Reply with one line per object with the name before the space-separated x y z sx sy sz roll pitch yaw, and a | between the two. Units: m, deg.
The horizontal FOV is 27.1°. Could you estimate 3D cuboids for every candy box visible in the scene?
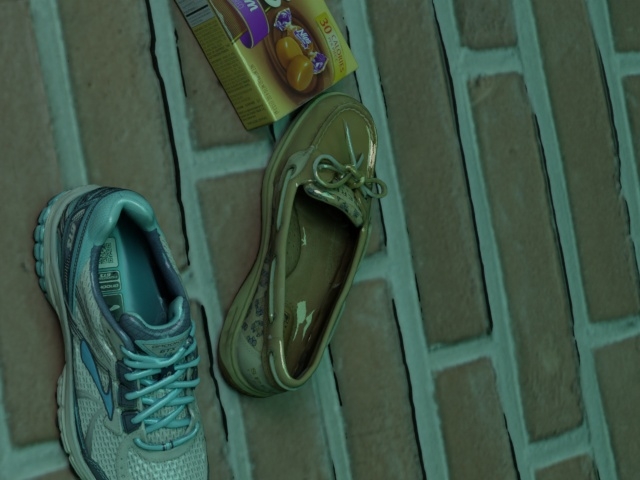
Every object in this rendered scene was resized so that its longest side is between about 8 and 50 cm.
candy box | -0.058 -0.204 1.155 0.109 0.053 0.186 -35 104 -30

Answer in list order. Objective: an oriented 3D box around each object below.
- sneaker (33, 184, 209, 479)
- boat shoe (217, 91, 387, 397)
sneaker | -0.145 0.093 1.022 0.110 0.122 0.283 -19 94 -32
boat shoe | 0.000 0.000 1.145 0.105 0.089 0.285 24 72 -28
